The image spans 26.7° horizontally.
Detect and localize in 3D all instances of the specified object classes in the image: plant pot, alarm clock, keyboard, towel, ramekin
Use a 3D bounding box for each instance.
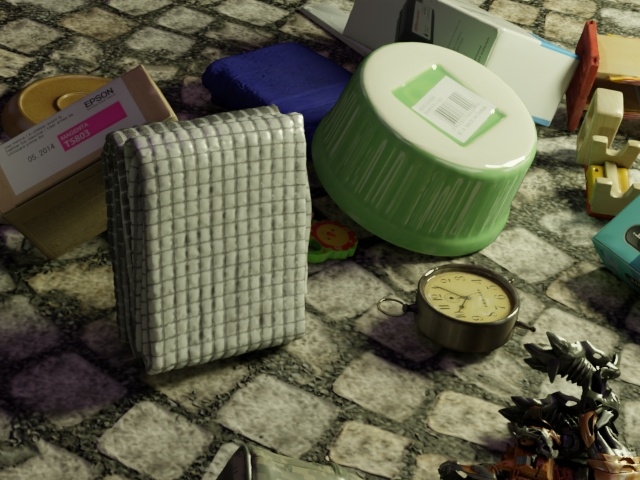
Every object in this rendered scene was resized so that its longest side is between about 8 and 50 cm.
[{"bbox_3d":[-0.357,-0.192,2.015,0.236,0.032,0.236,6,34,-4],"label":"plant pot"},{"bbox_3d":[0.163,0.087,1.686,0.192,0.064,0.129,3,34,-12],"label":"alarm clock"},{"bbox_3d":[0.062,-0.365,2.392,0.072,0.014,0.256,-11,38,-36],"label":"keyboard"},{"bbox_3d":[-0.130,-0.005,1.578,0.235,0.284,0.121,-12,19,-34],"label":"towel"},{"bbox_3d":[0.152,-0.138,1.873,0.303,0.148,0.303,15,42,-14],"label":"ramekin"},{"bbox_3d":[-0.010,-0.201,2.078,0.227,0.076,0.308,-21,45,-41],"label":"towel"}]

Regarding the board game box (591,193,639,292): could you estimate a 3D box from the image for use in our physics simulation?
[{"bbox_3d":[0.570,-0.031,1.779,0.336,0.079,0.254,-43,49,-4],"label":"board game box"}]

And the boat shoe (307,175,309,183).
[{"bbox_3d":[-0.112,-0.041,1.792,0.081,0.079,0.227,31,48,31],"label":"boat shoe"}]

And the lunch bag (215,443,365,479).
[{"bbox_3d":[0.018,0.353,1.124,0.256,0.213,0.305,16,33,-20],"label":"lunch bag"}]

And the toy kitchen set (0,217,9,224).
[{"bbox_3d":[-0.384,-0.065,1.784,0.083,0.068,0.075,7,33,-4],"label":"toy kitchen set"}]

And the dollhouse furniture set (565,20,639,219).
[{"bbox_3d":[0.498,-0.161,2.101,0.201,0.152,0.374,8,51,-2],"label":"dollhouse furniture set"}]

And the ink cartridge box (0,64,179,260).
[{"bbox_3d":[-0.276,-0.090,1.649,0.234,0.193,0.088,-30,71,-4],"label":"ink cartridge box"}]

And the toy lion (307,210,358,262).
[{"bbox_3d":[0.000,0.000,1.814,0.096,0.034,0.100,24,36,9],"label":"toy lion"}]

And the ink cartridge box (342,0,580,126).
[{"bbox_3d":[0.223,-0.314,2.168,0.223,0.129,0.307,7,21,-46],"label":"ink cartridge box"}]

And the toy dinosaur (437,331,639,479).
[{"bbox_3d":[0.280,0.240,1.452,0.321,0.164,0.218,13,44,-28],"label":"toy dinosaur"}]
